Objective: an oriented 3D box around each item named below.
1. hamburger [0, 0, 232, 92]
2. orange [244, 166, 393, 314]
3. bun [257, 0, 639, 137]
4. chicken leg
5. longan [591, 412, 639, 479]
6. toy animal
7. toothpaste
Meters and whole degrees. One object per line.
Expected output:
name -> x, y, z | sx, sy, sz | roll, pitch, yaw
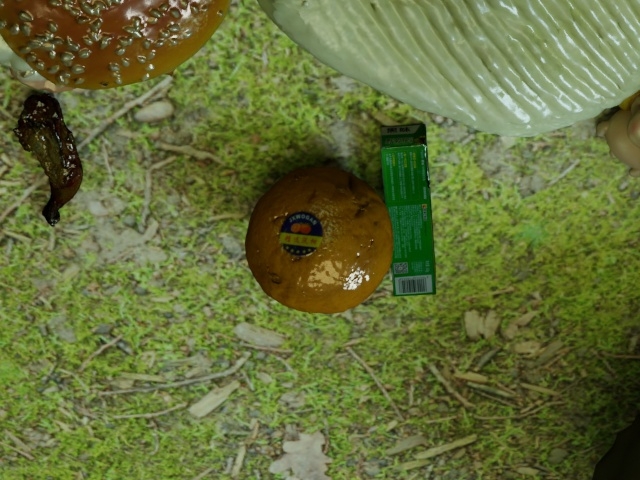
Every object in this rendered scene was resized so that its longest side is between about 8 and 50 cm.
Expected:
hamburger -> -0.173, -0.220, 1.197 | 0.236, 0.147, 0.237 | -2, 129, -3
orange -> 0.002, 0.001, 1.387 | 0.135, 0.136, 0.117 | -26, 163, 19
bun -> 0.122, -0.254, 1.117 | 0.352, 0.227, 0.349 | -18, 132, 20
chicken leg -> -0.242, -0.070, 1.385 | 0.062, 0.037, 0.145 | 8, 131, 22
longan -> 0.472, 0.316, 1.469 | 0.435, 0.404, 0.404 | 10, 127, -11
toy animal -> 0.290, -0.102, 1.336 | 0.091, 0.082, 0.114 | 32, 122, -22
toothpaste -> 0.083, -0.025, 1.423 | 0.043, 0.037, 0.178 | -3, 128, 6
